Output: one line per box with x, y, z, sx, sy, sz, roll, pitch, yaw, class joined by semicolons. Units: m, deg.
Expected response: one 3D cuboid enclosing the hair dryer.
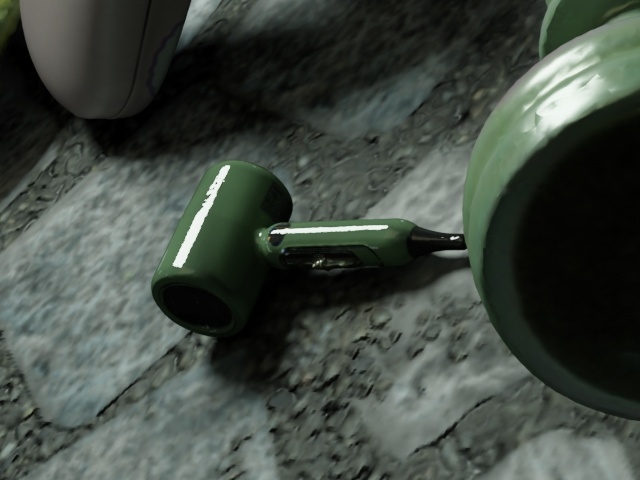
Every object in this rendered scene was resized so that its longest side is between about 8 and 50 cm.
0.000;0.000;0.757;0.150;0.047;0.071;-3;50;34;hair dryer

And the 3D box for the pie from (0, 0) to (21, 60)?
-0.262;-0.131;1.088;0.306;0.071;0.306;-24;50;32;pie

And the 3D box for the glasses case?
-0.099;-0.200;0.896;0.113;0.075;0.297;49;134;41;glasses case

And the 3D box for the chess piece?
0.123;-0.065;0.652;0.139;0.139;0.271;-27;28;21;chess piece
